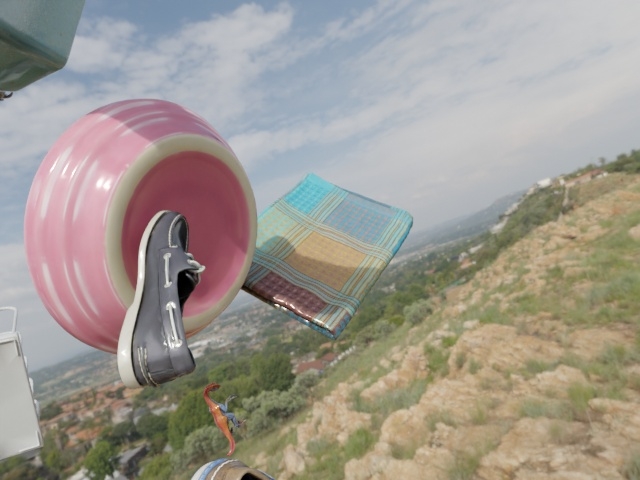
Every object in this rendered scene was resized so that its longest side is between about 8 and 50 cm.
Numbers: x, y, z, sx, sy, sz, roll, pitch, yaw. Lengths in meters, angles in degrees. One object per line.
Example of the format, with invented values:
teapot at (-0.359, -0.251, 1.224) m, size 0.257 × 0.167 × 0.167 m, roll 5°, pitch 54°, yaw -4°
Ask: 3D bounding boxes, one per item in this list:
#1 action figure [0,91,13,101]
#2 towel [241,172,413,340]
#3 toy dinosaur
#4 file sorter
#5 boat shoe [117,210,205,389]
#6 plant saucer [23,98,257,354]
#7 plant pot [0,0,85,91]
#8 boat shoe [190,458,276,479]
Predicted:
action figure at (-0.688, -0.252, 0.814) m, size 0.284 × 0.186 × 0.099 m, roll -6°, pitch -32°, yaw -3°
towel at (0.000, 0.000, 0.880) m, size 0.370 × 0.271 × 0.040 m, roll -47°, pitch -24°, yaw -46°
toy dinosaur at (-0.147, 0.257, 0.693) m, size 0.047 × 0.082 × 0.090 m, roll -33°, pitch 28°, yaw 0°
file sorter at (-0.718, 0.302, 0.970) m, size 0.192 × 0.278 × 0.173 m, roll -10°, pitch 24°, yaw -28°
boat shoe at (-0.144, 0.048, 0.462) m, size 0.064 × 0.206 × 0.075 m, roll -7°, pitch -44°, yaw 2°
plant saucer at (-0.190, -0.012, 0.598) m, size 0.084 × 0.333 × 0.332 m, roll 7°, pitch 11°, yaw 30°
plant pot at (-0.497, -0.357, 0.651) m, size 0.247 × 0.248 × 0.252 m, roll -8°, pitch -23°, yaw 28°
boat shoe at (-0.019, 0.234, 0.333) m, size 0.066 × 0.183 × 0.066 m, roll -33°, pitch 14°, yaw 43°
